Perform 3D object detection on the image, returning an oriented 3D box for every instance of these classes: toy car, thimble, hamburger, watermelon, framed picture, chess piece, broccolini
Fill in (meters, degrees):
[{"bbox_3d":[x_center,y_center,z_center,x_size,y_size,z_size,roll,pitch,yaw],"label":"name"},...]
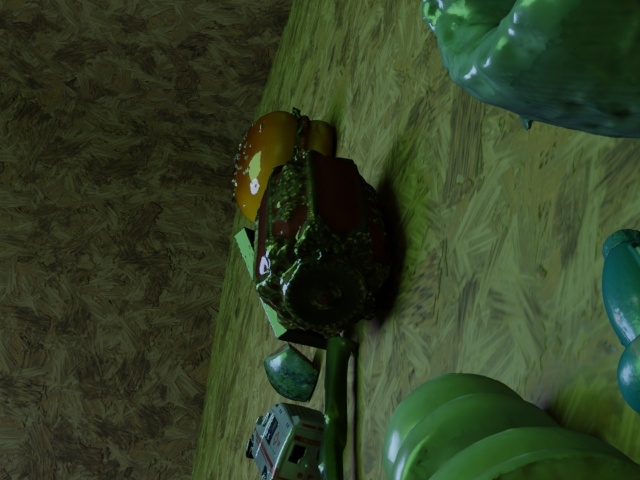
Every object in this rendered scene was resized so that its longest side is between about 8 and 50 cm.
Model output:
[{"bbox_3d":[-0.038,0.269,1.177,0.210,0.089,0.108,-159,82,-77],"label":"toy car"},{"bbox_3d":[0.155,-0.158,0.438,0.250,0.172,0.205,122,156,-57],"label":"thimble"},{"bbox_3d":[-0.080,-0.133,1.660,0.246,0.170,0.246,-168,90,-77],"label":"hamburger"},{"bbox_3d":[-0.036,0.195,1.346,0.092,0.084,0.072,-12,34,38],"label":"watermelon"},{"bbox_3d":[-0.042,0.067,1.197,0.023,0.128,0.168,-38,58,22],"label":"framed picture"},{"bbox_3d":[0.096,0.148,0.506,0.251,0.144,0.144,-126,49,-82],"label":"chess piece"},{"bbox_3d":[0.023,0.252,0.985,0.392,0.074,0.079,-86,-28,-45],"label":"broccolini"}]

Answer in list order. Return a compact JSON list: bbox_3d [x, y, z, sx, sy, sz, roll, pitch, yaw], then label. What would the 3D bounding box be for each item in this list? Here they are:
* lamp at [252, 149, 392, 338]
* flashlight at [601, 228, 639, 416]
[{"bbox_3d":[0.000,0.000,1.107,0.274,0.177,0.177,-99,24,-60],"label":"lamp"},{"bbox_3d":[0.171,0.041,0.460,0.129,0.051,0.051,-87,14,-56],"label":"flashlight"}]
